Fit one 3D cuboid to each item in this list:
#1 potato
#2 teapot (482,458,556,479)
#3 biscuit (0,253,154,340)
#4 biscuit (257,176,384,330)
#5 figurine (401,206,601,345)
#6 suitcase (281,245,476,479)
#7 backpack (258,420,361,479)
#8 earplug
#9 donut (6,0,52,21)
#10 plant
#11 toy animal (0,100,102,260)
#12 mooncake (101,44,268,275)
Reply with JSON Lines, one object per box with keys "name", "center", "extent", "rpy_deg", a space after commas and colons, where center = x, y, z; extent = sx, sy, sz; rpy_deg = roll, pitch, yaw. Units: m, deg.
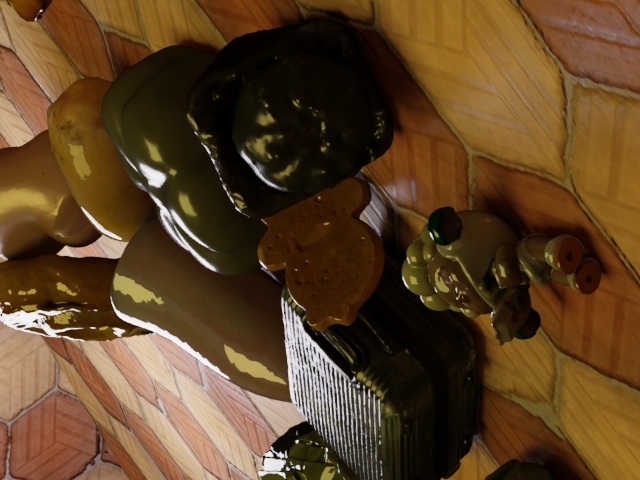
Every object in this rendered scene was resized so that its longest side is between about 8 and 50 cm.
{"name": "potato", "center": [-0.255, -0.096, 2.187], "extent": [0.146, 0.150, 0.234], "rpy_deg": [11, 143, 34]}
{"name": "teapot", "center": [0.227, 0.346, 1.772], "extent": [0.225, 0.171, 0.203], "rpy_deg": [47, -166, 2]}
{"name": "biscuit", "center": [-0.335, 0.089, 2.536], "extent": [0.296, 0.296, 0.102], "rpy_deg": [134, 140, -72]}
{"name": "biscuit", "center": [0.003, -0.005, 1.718], "extent": [0.184, 0.133, 0.027], "rpy_deg": [49, -170, 34]}
{"name": "figurine", "center": [0.145, 0.026, 1.460], "extent": [0.147, 0.093, 0.197], "rpy_deg": [50, 165, -23]}
{"name": "suitcase", "center": [0.062, 0.142, 1.832], "extent": [0.202, 0.128, 0.312], "rpy_deg": [45, 161, 26]}
{"name": "backpack", "center": [0.041, 0.316, 2.214], "extent": [0.207, 0.140, 0.253], "rpy_deg": [56, 156, -7]}
{"name": "earplug", "center": [-0.099, 0.103, 2.149], "extent": [0.301, 0.172, 0.172], "rpy_deg": [35, 155, 33]}
{"name": "donut", "center": [-0.323, -0.451, 1.677], "extent": [0.435, 0.163, 0.377], "rpy_deg": [54, 161, 7]}
{"name": "plant", "center": [-0.030, -0.112, 1.557], "extent": [0.141, 0.164, 0.256], "rpy_deg": [64, 176, -19]}
{"name": "toy animal", "center": [-0.379, -0.060, 2.479], "extent": [0.256, 0.213, 0.195], "rpy_deg": [-18, 73, 33]}
{"name": "mooncake", "center": [-0.133, -0.083, 1.916], "extent": [0.275, 0.135, 0.275], "rpy_deg": [51, 166, 18]}
